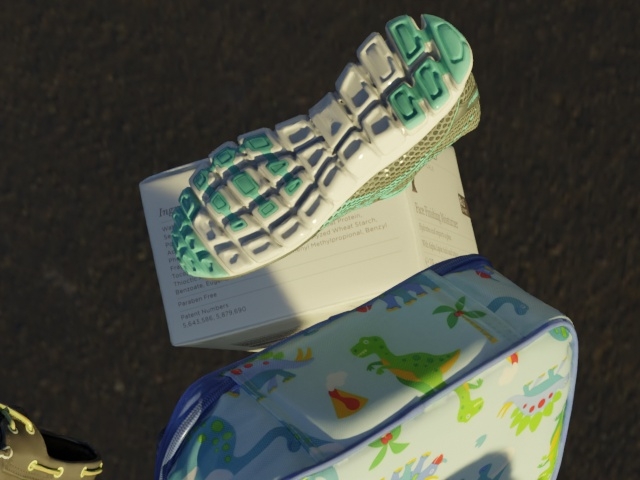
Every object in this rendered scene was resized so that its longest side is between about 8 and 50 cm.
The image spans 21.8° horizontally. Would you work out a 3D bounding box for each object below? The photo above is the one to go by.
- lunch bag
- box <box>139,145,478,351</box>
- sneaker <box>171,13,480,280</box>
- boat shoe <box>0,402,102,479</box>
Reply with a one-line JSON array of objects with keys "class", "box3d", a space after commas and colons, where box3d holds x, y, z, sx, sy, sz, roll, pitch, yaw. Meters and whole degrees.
[{"class": "lunch bag", "box3d": [0.022, 0.118, 0.812, 0.219, 0.176, 0.090, -28, 46, -30]}, {"class": "box", "box3d": [0.000, 0.000, 1.143, 0.182, 0.181, 0.119, -15, 81, 17]}, {"class": "sneaker", "box3d": [0.009, -0.031, 0.767, 0.166, 0.076, 0.065, -34, 64, 10]}, {"class": "boat shoe", "box3d": [-0.221, 0.143, 1.127, 0.081, 0.228, 0.068, 27, 81, 25]}]
